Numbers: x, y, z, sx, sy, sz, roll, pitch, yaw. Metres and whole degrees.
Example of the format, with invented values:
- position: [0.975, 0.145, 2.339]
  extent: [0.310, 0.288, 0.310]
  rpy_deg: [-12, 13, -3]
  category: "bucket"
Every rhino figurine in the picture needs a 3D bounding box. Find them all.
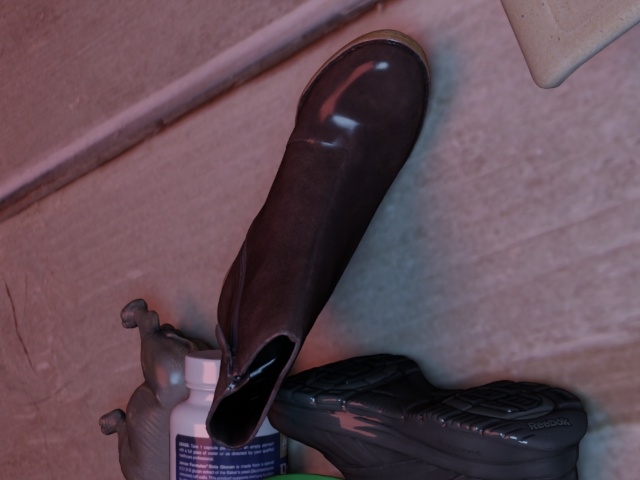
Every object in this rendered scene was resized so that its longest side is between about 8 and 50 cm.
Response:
- position: [-0.140, 0.180, 1.218]
  extent: [0.106, 0.073, 0.243]
  rpy_deg: [33, 118, 47]
  category: "rhino figurine"

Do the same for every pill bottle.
- position: [-0.072, 0.174, 1.118]
  extent: [0.094, 0.094, 0.169]
  rpy_deg: [4, 95, 50]
  category: "pill bottle"

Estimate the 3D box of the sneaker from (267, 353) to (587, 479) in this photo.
- position: [0.058, 0.153, 0.961]
  extent: [0.286, 0.109, 0.130]
  rpy_deg: [9, 109, 53]
  category: "sneaker"

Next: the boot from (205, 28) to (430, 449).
- position: [0.000, 0.000, 0.948]
  extent: [0.248, 0.090, 0.207]
  rpy_deg: [-59, 13, 34]
  category: "boot"

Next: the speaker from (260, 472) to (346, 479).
- position: [-0.019, 0.329, 1.037]
  extent: [0.131, 0.131, 0.297]
  rpy_deg: [21, 108, 48]
  category: "speaker"

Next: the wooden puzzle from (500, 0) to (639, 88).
- position: [0.169, -0.291, 0.681]
  extent: [0.348, 0.080, 0.322]
  rpy_deg: [-39, 64, 48]
  category: "wooden puzzle"
